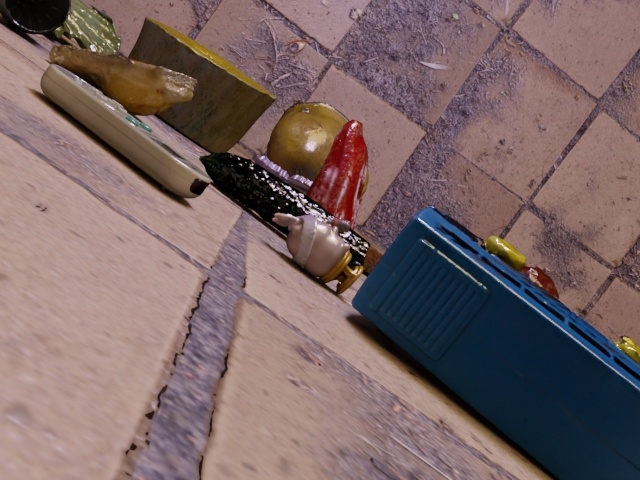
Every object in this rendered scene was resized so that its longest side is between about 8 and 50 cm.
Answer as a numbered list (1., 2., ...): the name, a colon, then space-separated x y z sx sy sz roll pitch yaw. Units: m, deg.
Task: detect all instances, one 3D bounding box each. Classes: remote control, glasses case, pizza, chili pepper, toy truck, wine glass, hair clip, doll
1. remote control: -0.212 -0.116 0.811 0.221 0.042 0.078 38 4 11
2. glasses case: 0.059 0.016 1.437 0.218 0.049 0.075 33 -1 -36
3. pizza: -0.323 -0.249 1.211 0.188 0.080 0.204 11 -2 37
4. chili pepper: 0.046 -0.118 1.537 0.144 0.252 0.136 25 -9 -28
5. toy truck: 0.222 0.129 0.822 0.385 0.161 0.162 40 17 12
6. wine glass: -0.506 -0.427 1.319 0.126 0.126 0.241 33 3 -31
7. hair clip: -0.079 -0.126 1.794 0.292 0.084 0.106 33 -15 19
8. doll: 0.000 0.000 0.931 0.127 0.084 0.073 44 1 -6

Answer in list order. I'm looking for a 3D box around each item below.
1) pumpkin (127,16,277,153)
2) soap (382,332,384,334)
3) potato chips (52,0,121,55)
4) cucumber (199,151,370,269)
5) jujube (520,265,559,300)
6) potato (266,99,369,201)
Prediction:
1. pumpkin: -0.281 -0.328 1.687 0.332 0.199 0.332 29 10 -5
2. soap: 0.076 0.101 0.912 0.034 0.012 0.089 39 5 -5
3. potato chips: -0.645 -0.548 1.705 0.389 0.097 0.373 39 11 17
4. cucumber: -0.058 -0.049 1.119 0.300 0.072 0.072 36 4 6
5. jujube: 0.324 0.133 1.347 0.197 0.197 0.290 37 -11 12
6. potato: -0.023 -0.182 2.162 0.296 0.290 0.397 -81 162 -54
